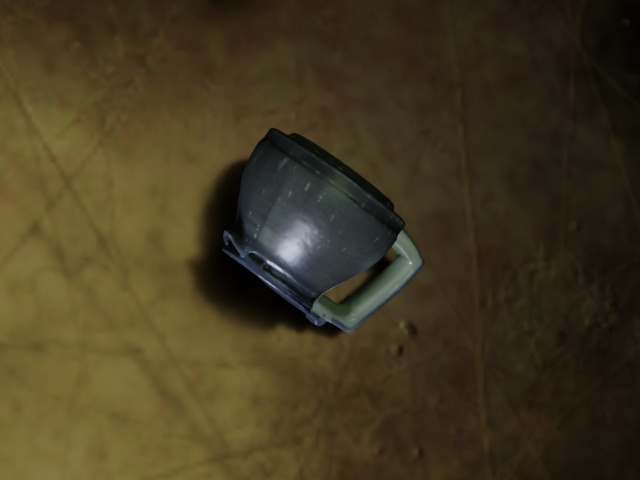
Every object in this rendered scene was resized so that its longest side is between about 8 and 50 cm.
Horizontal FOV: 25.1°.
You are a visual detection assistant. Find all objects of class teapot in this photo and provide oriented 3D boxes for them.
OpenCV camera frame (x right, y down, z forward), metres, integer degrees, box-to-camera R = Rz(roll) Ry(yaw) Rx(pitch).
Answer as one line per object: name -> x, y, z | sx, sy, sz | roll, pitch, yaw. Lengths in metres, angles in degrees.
teapot -> 0.000, 0.000, 0.566 | 0.088, 0.066, 0.057 | 37, 89, -33
